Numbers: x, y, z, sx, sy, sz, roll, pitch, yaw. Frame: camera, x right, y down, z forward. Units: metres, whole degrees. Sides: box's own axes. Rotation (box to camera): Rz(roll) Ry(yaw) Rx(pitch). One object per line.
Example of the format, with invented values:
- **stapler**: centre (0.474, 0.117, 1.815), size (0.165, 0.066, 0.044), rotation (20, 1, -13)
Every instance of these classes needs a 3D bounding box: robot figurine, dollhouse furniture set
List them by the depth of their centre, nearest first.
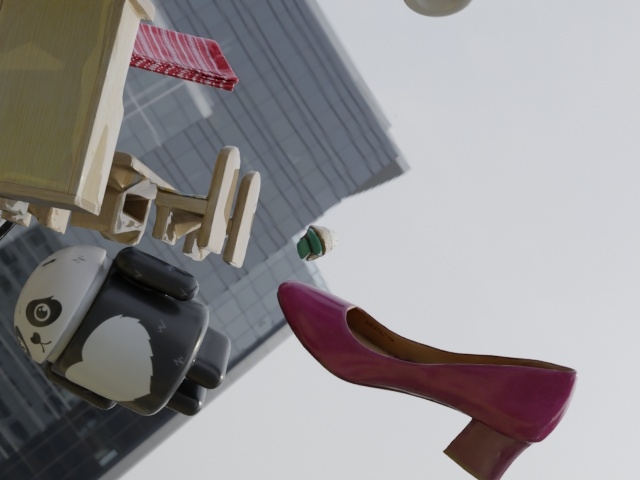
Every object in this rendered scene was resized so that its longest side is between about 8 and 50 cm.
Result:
- **robot figurine**: centre (-0.258, 0.122, 1.062), size (0.278, 0.209, 0.173), rotation (31, -12, -15)
- **dollhouse furniture set**: centre (-0.288, -0.143, 1.076), size (0.362, 0.257, 0.394), rotation (11, -8, 9)

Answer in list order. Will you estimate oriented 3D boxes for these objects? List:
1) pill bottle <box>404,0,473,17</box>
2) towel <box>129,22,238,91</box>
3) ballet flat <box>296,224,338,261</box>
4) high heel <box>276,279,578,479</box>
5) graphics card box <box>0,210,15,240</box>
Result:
- **pill bottle**: centre (0.226, -0.572, 1.556), size (0.146, 0.264, 0.146), rotation (2, -27, 1)
- **towel**: centre (-0.315, -0.392, 1.658), size (0.031, 0.274, 0.199), rotation (-61, -142, 29)
- **ballet flat**: centre (0.000, 0.000, 1.726), size (0.206, 0.067, 0.073), rotation (160, -88, -75)
- **high heel**: centre (0.124, 0.122, 1.012), size (0.377, 0.127, 0.181), rotation (35, -68, 10)
- **graphics card box**: centre (-0.614, -0.140, 1.562), size (0.232, 0.371, 0.094), rotation (32, -12, 42)
